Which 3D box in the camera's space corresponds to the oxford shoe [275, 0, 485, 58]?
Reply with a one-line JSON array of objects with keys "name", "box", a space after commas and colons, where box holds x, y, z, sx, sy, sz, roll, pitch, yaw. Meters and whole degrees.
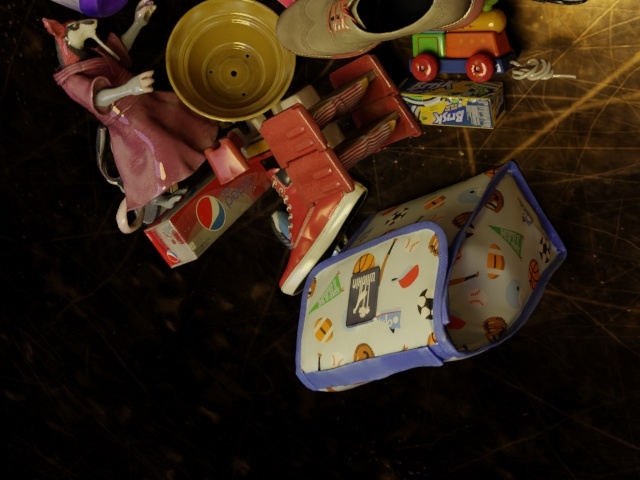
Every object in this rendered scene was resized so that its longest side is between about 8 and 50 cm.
[{"name": "oxford shoe", "box": [0.053, -0.333, 1.327, 0.348, 0.130, 0.123, -7, 98, 39]}]

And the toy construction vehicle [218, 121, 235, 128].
[{"name": "toy construction vehicle", "box": [-0.219, -0.245, 1.754, 0.085, 0.035, 0.098, -13, 116, 41]}]

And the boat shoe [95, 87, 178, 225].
[{"name": "boat shoe", "box": [-0.377, -0.133, 1.867, 0.127, 0.158, 0.341, 22, 134, 20]}]

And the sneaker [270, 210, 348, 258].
[{"name": "sneaker", "box": [0.000, 0.000, 1.783, 0.211, 0.080, 0.081, 34, 115, 6]}]

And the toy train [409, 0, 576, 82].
[{"name": "toy train", "box": [0.246, -0.307, 1.337, 0.248, 0.105, 0.143, 7, 114, 31]}]

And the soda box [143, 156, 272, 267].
[{"name": "soda box", "box": [-0.202, -0.065, 1.720, 0.083, 0.263, 0.092, -19, 111, 43]}]

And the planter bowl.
[{"name": "planter bowl", "box": [-0.150, -0.297, 1.589, 0.217, 0.217, 0.090, 37, 173, 4]}]

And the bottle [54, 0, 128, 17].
[{"name": "bottle", "box": [-0.483, -0.490, 1.679, 0.282, 0.118, 0.092, 24, 130, 16]}]

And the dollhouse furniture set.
[{"name": "dollhouse furniture set", "box": [-0.041, -0.150, 1.536, 0.374, 0.201, 0.152, -17, 109, 52]}]

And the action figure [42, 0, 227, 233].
[{"name": "action figure", "box": [-0.353, -0.245, 1.637, 0.275, 0.248, 0.370, -37, 113, 26]}]

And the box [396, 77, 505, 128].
[{"name": "box", "box": [0.200, -0.216, 1.462, 0.168, 0.059, 0.054, 9, 129, 30]}]

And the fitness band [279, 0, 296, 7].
[{"name": "fitness band", "box": [-0.023, -0.463, 1.429, 0.291, 0.054, 0.209, 42, 135, -2]}]

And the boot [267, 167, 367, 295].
[{"name": "boot", "box": [-0.048, -0.037, 1.707, 0.176, 0.088, 0.244, 32, 98, 11]}]

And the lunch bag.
[{"name": "lunch bag", "box": [0.159, 0.076, 1.492, 0.327, 0.385, 0.239, -22, 110, 45]}]

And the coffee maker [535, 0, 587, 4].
[{"name": "coffee maker", "box": [0.294, -0.415, 1.211, 0.171, 0.120, 0.178, 42, 143, 38]}]
